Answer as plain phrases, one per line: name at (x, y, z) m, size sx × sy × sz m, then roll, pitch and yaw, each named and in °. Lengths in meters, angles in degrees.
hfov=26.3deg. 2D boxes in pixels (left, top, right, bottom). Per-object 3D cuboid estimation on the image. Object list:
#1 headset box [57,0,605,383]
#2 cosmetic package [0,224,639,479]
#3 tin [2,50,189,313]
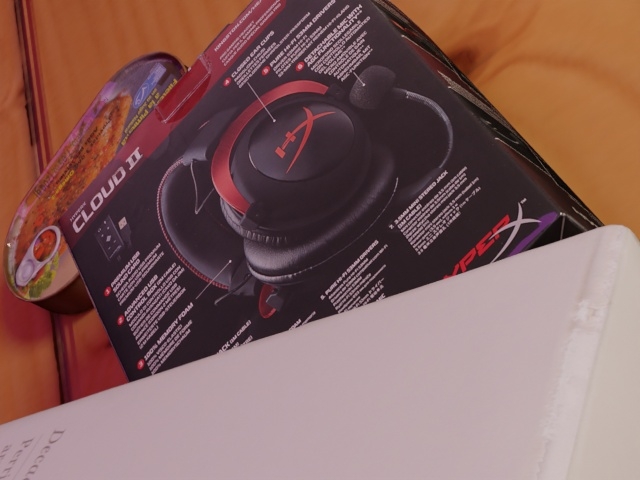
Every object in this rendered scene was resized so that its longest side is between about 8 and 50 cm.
headset box at (0.000, 0.000, 0.695) m, size 0.218 × 0.110 × 0.293 m, roll -47°, pitch 43°, yaw 12°
cosmetic package at (-0.045, 0.183, 0.504) m, size 0.453 × 0.230 × 0.161 m, roll -20°, pitch 30°, yaw 37°
tin at (-0.139, -0.036, 0.904) m, size 0.189 × 0.040 × 0.106 m, roll -53°, pitch 38°, yaw 6°
